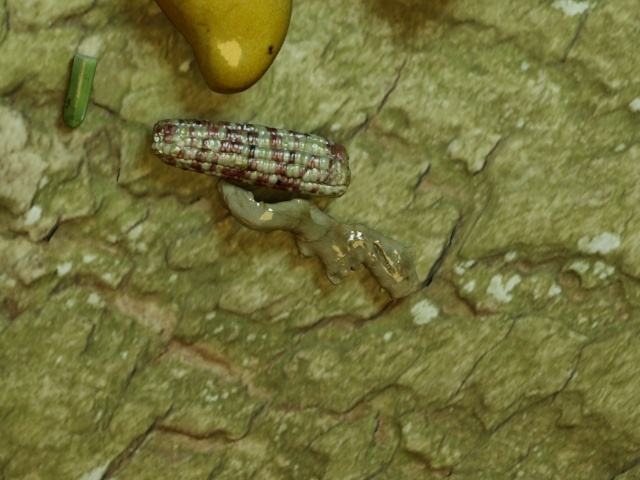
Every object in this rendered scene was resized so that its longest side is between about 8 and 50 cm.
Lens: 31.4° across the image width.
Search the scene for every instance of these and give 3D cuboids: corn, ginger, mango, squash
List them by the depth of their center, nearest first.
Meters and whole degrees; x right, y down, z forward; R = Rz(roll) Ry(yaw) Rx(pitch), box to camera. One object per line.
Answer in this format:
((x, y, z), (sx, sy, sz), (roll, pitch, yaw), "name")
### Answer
((-0.115, -0.292, 1.233), (0.157, 0.109, 0.262), (-22, 118, -15), "mango")
((-0.272, -0.166, 1.282), (0.027, 0.027, 0.083), (10, 106, -16), "squash")
((-0.079, -0.099, 1.328), (0.237, 0.079, 0.079), (8, 107, -12), "corn")
((0.000, 0.000, 1.387), (0.288, 0.075, 0.089), (22, 108, -23), "ginger")
